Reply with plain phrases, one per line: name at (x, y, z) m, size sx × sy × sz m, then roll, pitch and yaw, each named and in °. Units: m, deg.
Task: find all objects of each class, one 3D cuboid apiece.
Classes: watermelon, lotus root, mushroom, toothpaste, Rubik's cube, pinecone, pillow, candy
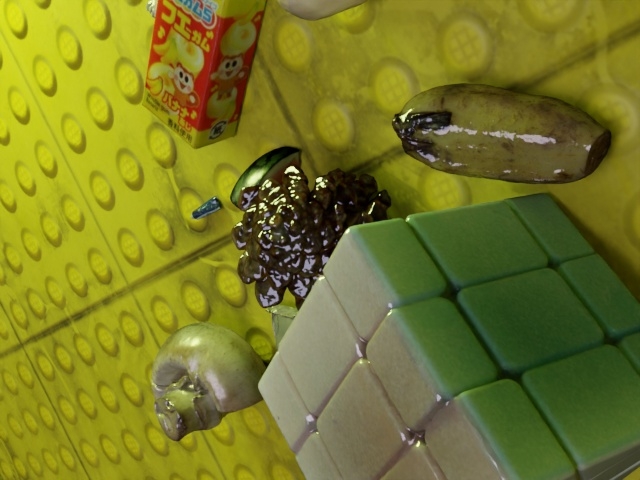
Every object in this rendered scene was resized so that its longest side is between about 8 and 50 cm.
watermelon at (-0.078, -0.085, 1.315) m, size 0.094 × 0.125 × 0.135 m, roll 36°, pitch 172°, yaw -15°
lotus root at (0.205, -0.121, 0.982) m, size 0.258 × 0.097 × 0.110 m, roll 15°, pitch 128°, yaw 31°
mushroom at (-0.224, 0.249, 1.529) m, size 0.254 × 0.195 × 0.189 m, roll -37°, pitch 79°, yaw 45°
toothpaste at (-0.202, -0.053, 1.479) m, size 0.083 × 0.019 × 0.027 m, roll -25°, pitch 75°, yaw 45°
Rubik's cube at (0.166, 0.173, 0.959) m, size 0.316 × 0.322 × 0.319 m, roll 58°, pitch 140°, yaw 27°
pinecone at (0.002, -0.001, 1.168) m, size 0.229 × 0.201 × 0.202 m, roll 26°, pitch 123°, yaw 30°
pillow at (-0.028, 0.205, 1.414) m, size 0.119 × 0.053 × 0.208 m, roll 3°, pitch 113°, yaw 48°
candy at (-0.181, -0.291, 1.281) m, size 0.146 × 0.088 × 0.276 m, roll 42°, pitch 134°, yaw 23°

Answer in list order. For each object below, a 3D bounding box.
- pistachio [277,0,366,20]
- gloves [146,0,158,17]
pistachio at (0.017, -0.360, 1.034) m, size 0.145 × 0.117 × 0.200 m, roll 28°, pitch 132°, yaw -19°
gloves at (-0.252, -0.374, 1.351) m, size 0.081 × 0.037 × 0.044 m, roll -2°, pitch 74°, yaw 51°
